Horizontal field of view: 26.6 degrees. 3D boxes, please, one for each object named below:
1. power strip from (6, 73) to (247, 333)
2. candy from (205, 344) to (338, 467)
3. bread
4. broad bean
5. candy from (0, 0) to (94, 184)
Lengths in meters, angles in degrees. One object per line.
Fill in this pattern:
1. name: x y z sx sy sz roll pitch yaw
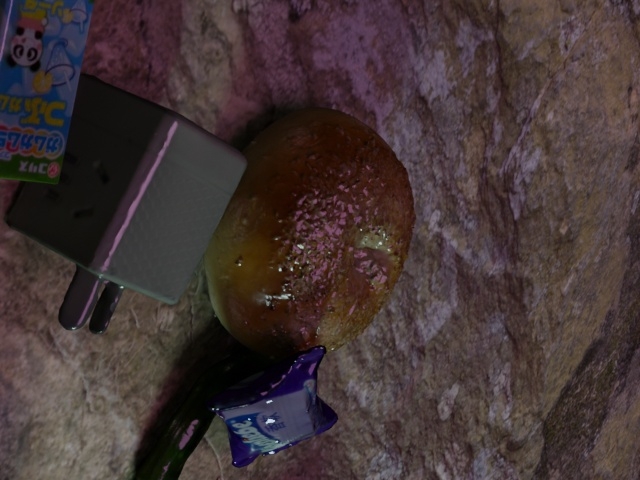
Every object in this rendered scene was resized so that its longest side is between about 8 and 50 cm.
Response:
1. power strip: -0.194 -0.021 1.286 0.139 0.140 0.224 29 87 -57
2. candy: -0.051 0.196 1.559 0.145 0.070 0.275 -22 156 -6
3. bread: 0.000 0.000 1.547 0.305 0.159 0.305 -31 133 -41
4. broad bean: -0.128 0.214 1.604 0.292 0.049 0.144 -40 142 -34
5. candy: -0.260 -0.150 1.165 0.097 0.062 0.194 3 101 -54
